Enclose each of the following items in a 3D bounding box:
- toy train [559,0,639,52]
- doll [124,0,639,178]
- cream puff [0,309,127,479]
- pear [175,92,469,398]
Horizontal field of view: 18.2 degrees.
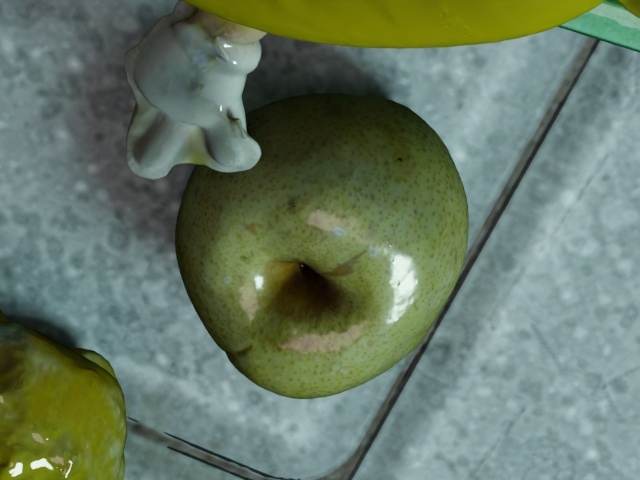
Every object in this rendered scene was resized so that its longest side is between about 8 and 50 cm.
[{"bbox_3d":[0.158,-0.198,1.019,0.301,0.120,0.202,17,115,-7],"label":"toy train"},{"bbox_3d":[-0.066,-0.191,0.906,0.348,0.161,0.423,-31,113,38],"label":"doll"},{"bbox_3d":[-0.265,0.167,1.100,0.270,0.274,0.323,22,109,-20],"label":"cream puff"},{"bbox_3d":[0.000,0.000,1.099,0.167,0.136,0.167,1,115,3],"label":"pear"}]
